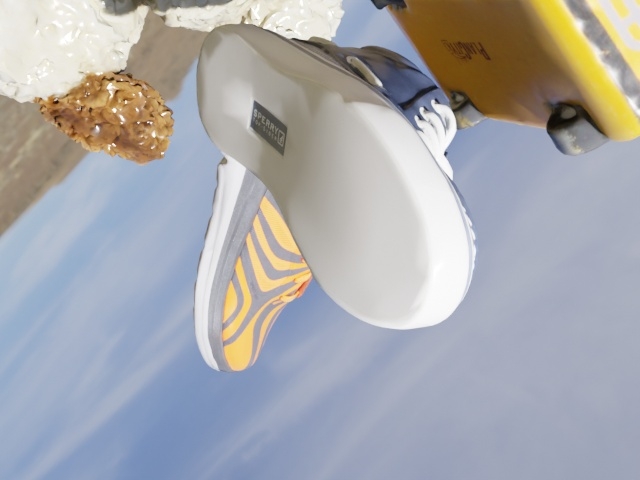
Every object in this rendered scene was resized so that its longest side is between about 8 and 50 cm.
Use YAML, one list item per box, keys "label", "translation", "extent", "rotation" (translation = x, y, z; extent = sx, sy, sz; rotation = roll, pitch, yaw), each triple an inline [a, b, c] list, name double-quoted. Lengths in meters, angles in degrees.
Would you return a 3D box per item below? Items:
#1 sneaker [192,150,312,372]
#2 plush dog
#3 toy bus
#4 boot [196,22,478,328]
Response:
- label: "sneaker"
  translation: [0.000, 0.000, 0.900]
  extent: [0.124, 0.180, 0.321]
  rotation: [-72, 176, -53]
- label: "plush dog"
  translation: [-0.133, -0.177, 0.649]
  extent: [0.225, 0.262, 0.210]
  rotation: [-47, 176, -8]
- label: "toy bus"
  translation: [0.118, -0.136, 0.600]
  extent: [0.130, 0.108, 0.332]
  rotation: [-36, -167, -2]
- label: "boot"
  translation: [0.025, -0.035, 0.406]
  extent: [0.190, 0.086, 0.069]
  rotation: [51, -45, 48]
